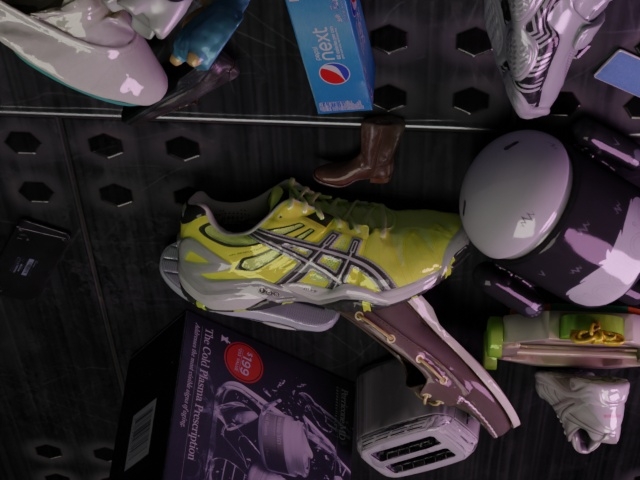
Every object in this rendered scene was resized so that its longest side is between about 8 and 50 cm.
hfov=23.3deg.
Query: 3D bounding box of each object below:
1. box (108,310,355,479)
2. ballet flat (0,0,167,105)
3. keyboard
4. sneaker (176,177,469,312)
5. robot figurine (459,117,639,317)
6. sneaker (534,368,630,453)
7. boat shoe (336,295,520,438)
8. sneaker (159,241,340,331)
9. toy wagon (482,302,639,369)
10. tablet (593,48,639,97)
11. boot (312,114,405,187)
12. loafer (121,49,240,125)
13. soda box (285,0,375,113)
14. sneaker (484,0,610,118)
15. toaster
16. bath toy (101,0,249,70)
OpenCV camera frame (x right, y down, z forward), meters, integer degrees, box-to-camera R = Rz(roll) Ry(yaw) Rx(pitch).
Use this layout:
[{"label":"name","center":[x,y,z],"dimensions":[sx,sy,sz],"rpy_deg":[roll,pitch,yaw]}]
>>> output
[{"label":"box","center":[-0.128,0.331,2.271],"dimensions":[0.313,0.343,0.179],"rpy_deg":[26,137,-26]},{"label":"ballet flat","center":[-0.323,-0.276,1.694],"dimensions":[0.400,0.139,0.139],"rpy_deg":[27,138,-21]},{"label":"keyboard","center":[-0.426,0.026,2.174],"dimensions":[0.108,0.023,0.180],"rpy_deg":[14,141,-21]},{"label":"sneaker","center":[0.000,0.000,1.998],"dimensions":[0.385,0.145,0.147],"rpy_deg":[-7,123,2]},{"label":"robot figurine","center":[0.299,-0.024,1.906],"dimensions":[0.278,0.209,0.174],"rpy_deg":[27,154,-27]},{"label":"sneaker","center":[0.366,0.245,2.230],"dimensions":[0.090,0.115,0.232],"rpy_deg":[2,180,-11]},{"label":"boat shoe","center":[0.150,0.167,2.146],"dimensions":[0.097,0.116,0.324],"rpy_deg":[-44,111,-7]},{"label":"sneaker","center":[-0.102,0.074,2.144],"dimensions":[0.258,0.094,0.091],"rpy_deg":[21,163,-5]},{"label":"toy wagon","center":[0.355,0.131,2.074],"dimensions":[0.267,0.068,0.344],"rpy_deg":[2,167,4]},{"label":"tablet","center":[0.367,-0.193,1.810],"dimensions":[0.083,0.006,0.054],"rpy_deg":[21,140,-18]},{"label":"boot","center":[0.047,-0.114,1.923],"dimensions":[0.106,0.037,0.114],"rpy_deg":[-4,147,-9]},{"label":"loafer","center":[-0.170,-0.177,1.851],"dimensions":[0.170,0.062,0.061],"rpy_deg":[-27,137,36]},{"label":"soda box","center":[0.012,-0.238,1.739],"dimensions":[0.067,0.071,0.210],"rpy_deg":[-3,142,11]},{"label":"sneaker","center":[0.284,-0.269,1.579],"dimensions":[0.210,0.137,0.366],"rpy_deg":[-11,143,-3]},{"label":"toaster","center":[0.138,0.255,2.302],"dimensions":[0.227,0.146,0.129],"rpy_deg":[-20,135,29]},{"label":"bath toy","center":[-0.224,-0.325,1.614],"dimensions":[0.348,0.129,0.151],"rpy_deg":[38,172,-30]}]
